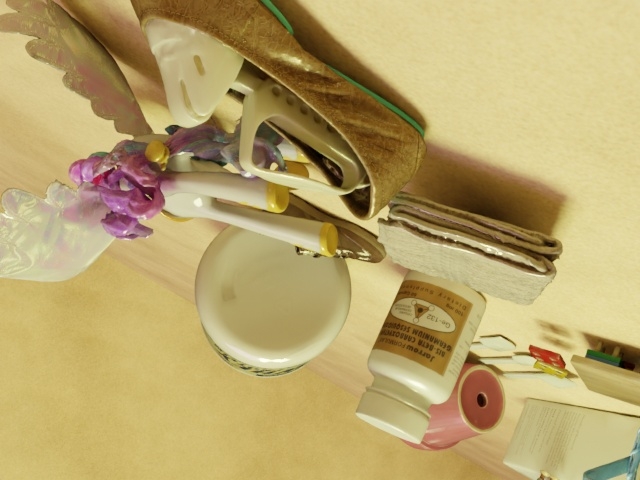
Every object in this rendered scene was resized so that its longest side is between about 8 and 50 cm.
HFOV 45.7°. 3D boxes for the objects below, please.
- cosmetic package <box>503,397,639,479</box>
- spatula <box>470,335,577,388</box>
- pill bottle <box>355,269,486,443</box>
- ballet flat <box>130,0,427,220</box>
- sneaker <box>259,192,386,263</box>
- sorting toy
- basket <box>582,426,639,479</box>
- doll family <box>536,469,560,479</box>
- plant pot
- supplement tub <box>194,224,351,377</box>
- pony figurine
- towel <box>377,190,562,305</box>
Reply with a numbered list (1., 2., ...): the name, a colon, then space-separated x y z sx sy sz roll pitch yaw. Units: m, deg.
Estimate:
1. cosmetic package: 0.561 0.431 1.448 0.217 0.156 0.385 31 163 -19
2. spatula: 0.338 0.222 1.372 0.168 0.019 0.242 27 165 -7
3. pill bottle: 0.142 0.169 1.112 0.131 0.229 0.131 24 164 7
4. ballet flat: -0.052 -0.126 0.659 0.342 0.124 0.116 35 162 -27
5. sneaker: 0.000 0.000 1.089 0.188 0.071 0.066 27 165 0
6. sorting toy: 0.424 0.187 1.061 0.274 0.046 0.132 14 161 37
7. basket: 0.538 0.352 1.067 0.254 0.201 0.288 11 -170 41
8. doll family: 0.448 0.516 1.406 0.193 0.111 0.076 30 163 5
9. plant pot: 0.258 0.316 1.511 0.201 0.201 0.180 33 152 -23
10. supplement tub: -0.084 0.102 1.255 0.235 0.236 0.325 26 165 0
11. pony figurine: -0.190 -0.076 0.863 0.363 0.303 0.351 4 167 19
12. towel: 0.163 0.019 0.851 0.187 0.049 0.282 20 173 15
